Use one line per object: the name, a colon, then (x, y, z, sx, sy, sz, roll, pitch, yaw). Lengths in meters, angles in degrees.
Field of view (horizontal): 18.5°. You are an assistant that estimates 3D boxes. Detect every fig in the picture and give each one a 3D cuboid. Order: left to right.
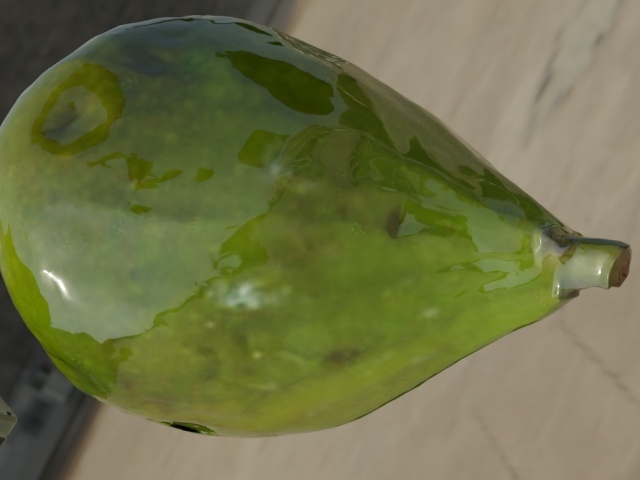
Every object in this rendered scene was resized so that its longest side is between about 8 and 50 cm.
fig: (-0.020, 0.017, 1.027, 0.233, 0.314, 0.233, -38, -31, -28)

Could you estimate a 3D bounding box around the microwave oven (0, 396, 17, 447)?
microwave oven: (-0.305, 0.112, 1.122, 0.208, 0.122, 0.162, 20, -71, -53)
